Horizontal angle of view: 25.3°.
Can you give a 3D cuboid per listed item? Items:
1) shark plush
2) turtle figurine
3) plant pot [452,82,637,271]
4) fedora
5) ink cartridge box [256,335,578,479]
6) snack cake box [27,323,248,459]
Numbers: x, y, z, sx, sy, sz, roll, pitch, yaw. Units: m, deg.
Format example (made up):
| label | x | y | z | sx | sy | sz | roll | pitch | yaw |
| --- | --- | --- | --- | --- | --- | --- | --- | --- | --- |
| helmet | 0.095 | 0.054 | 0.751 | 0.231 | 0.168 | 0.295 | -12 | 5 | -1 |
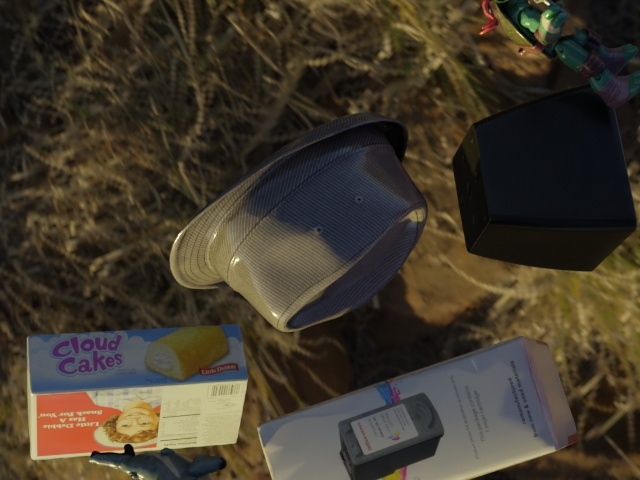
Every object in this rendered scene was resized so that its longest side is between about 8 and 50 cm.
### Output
| label | x | y | z | sx | sy | sz | roll | pitch | yaw |
| --- | --- | --- | --- | --- | --- | --- | --- | --- | --- |
| shark plush | -0.165 | 0.246 | 1.481 | 0.161 | 0.067 | 0.073 | 28 | 132 | 8 |
| turtle figurine | 0.269 | -0.257 | 1.623 | 0.234 | 0.175 | 0.118 | 39 | 134 | -22 |
| plant pot | 0.258 | -0.068 | 1.721 | 0.167 | 0.188 | 0.187 | -5 | 73 | -8 |
| fedora | 0.000 | 0.000 | 1.410 | 0.275 | 0.124 | 0.243 | -33 | 158 | -16 |
| ink cartridge box | 0.115 | 0.211 | 1.580 | 0.306 | 0.226 | 0.131 | -21 | 80 | 14 |
| snack cake box | -0.231 | 0.189 | 1.778 | 0.264 | 0.089 | 0.152 | -3 | 142 | -13 |
